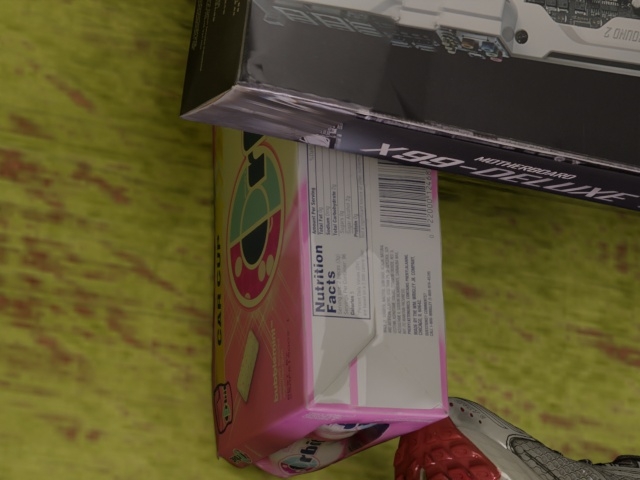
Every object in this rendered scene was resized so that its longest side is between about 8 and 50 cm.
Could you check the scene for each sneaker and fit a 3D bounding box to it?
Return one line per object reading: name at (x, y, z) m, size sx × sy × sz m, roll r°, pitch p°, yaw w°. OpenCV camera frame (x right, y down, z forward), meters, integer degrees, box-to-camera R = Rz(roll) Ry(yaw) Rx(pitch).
sneaker at (0.122, 0.127, 0.789) m, size 0.225 × 0.088 × 0.092 m, roll 36°, pitch 56°, yaw -26°

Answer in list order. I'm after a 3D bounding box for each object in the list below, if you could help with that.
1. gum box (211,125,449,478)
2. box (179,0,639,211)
gum box at (0.000, 0.000, 0.760) m, size 0.062 × 0.107 × 0.188 m, roll 5°, pitch 73°, yaw -21°
box at (0.087, -0.177, 0.721) m, size 0.242 × 0.076 × 0.307 m, roll 11°, pitch 80°, yaw -20°
